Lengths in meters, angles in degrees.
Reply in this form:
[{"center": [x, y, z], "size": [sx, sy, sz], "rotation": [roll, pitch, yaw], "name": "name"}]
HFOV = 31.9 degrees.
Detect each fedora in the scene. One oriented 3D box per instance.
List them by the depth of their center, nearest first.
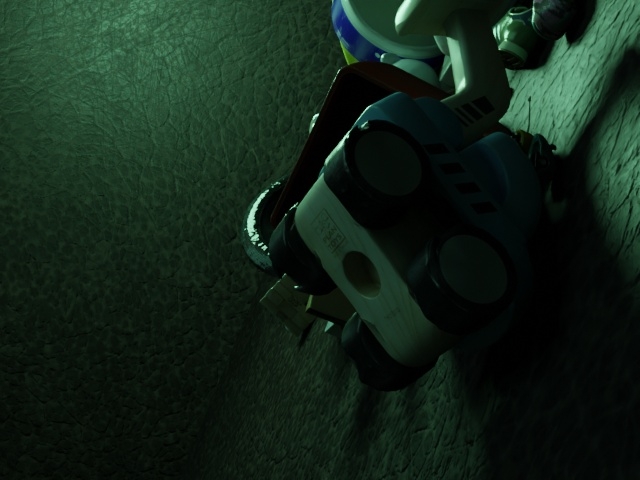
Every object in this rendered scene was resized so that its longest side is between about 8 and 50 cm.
[{"center": [0.000, 0.000, 2.231], "size": [0.334, 0.333, 0.153], "rotation": [-77, -18, -47], "name": "fedora"}]

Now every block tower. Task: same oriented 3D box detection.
[{"center": [0.047, 0.013, 1.885], "size": [0.335, 0.097, 0.091], "rotation": [-47, -2, 1], "name": "block tower"}]

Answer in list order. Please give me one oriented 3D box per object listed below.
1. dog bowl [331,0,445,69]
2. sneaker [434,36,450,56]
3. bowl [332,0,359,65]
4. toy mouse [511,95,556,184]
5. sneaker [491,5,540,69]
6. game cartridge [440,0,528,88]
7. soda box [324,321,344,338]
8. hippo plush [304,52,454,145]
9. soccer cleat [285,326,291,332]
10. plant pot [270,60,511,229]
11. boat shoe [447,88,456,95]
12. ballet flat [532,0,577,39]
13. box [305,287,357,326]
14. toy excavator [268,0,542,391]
[{"center": [0.158, -0.453, 2.184], "size": [0.104, 0.264, 0.265], "rotation": [121, 168, -61], "name": "dog bowl"}, {"center": [0.235, -0.390, 1.853], "size": [0.126, 0.091, 0.240], "rotation": [49, -139, -61], "name": "sneaker"}, {"center": [0.152, -0.435, 2.441], "size": [0.156, 0.289, 0.289], "rotation": [-19, 29, 17], "name": "bowl"}, {"center": [0.254, -0.073, 1.365], "size": [0.143, 0.031, 0.161], "rotation": [-102, 29, -58], "name": "toy mouse"}, {"center": [0.291, -0.309, 1.686], "size": [0.086, 0.064, 0.192], "rotation": [-59, 9, 5], "name": "sneaker"}, {"center": [0.313, -0.442, 1.894], "size": [0.355, 0.068, 0.230], "rotation": [122, 164, -48], "name": "game cartridge"}, {"center": [0.077, 0.112, 1.878], "size": [0.216, 0.073, 0.069], "rotation": [132, 159, -66], "name": "soda box"}, {"center": [0.110, -0.231, 2.019], "size": [0.294, 0.234, 0.237], "rotation": [124, 165, -57], "name": "hippo plush"}, {"center": [-0.040, 0.047, 2.566], "size": [0.116, 0.143, 0.331], "rotation": [-100, 33, -75], "name": "soccer cleat"}, {"center": [0.120, -0.111, 1.629], "size": [0.267, 0.267, 0.236], "rotation": [-63, -1, 27], "name": "plant pot"}, {"center": [0.190, -0.190, 1.799], "size": [0.178, 0.064, 0.060], "rotation": [-26, -44, -38], "name": "boat shoe"}, {"center": [0.333, -0.368, 1.554], "size": [0.079, 0.077, 0.222], "rotation": [-36, 32, 39], "name": "ballet flat"}, {"center": [0.078, 0.052, 1.714], "size": [0.021, 0.164, 0.201], "rotation": [120, 169, -56], "name": "box"}, {"center": [0.145, -0.101, 1.345], "size": [0.445, 0.433, 0.222], "rotation": [-28, -14, -36], "name": "toy excavator"}]
